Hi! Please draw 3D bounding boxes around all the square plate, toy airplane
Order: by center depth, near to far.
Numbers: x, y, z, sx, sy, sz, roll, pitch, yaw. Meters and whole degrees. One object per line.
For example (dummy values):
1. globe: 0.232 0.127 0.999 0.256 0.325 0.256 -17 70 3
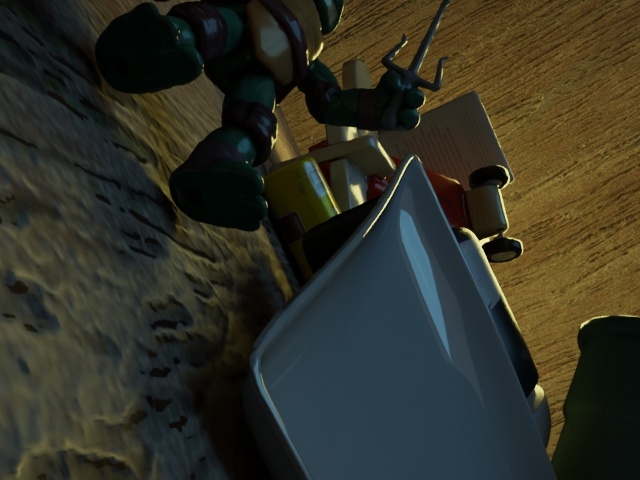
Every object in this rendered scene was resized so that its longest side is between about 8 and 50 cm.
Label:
1. square plate: 0.077 0.147 0.482 0.347 0.049 0.344 65 23 -11
2. toy airplane: 0.071 -0.038 1.169 0.384 0.272 0.386 55 41 -10

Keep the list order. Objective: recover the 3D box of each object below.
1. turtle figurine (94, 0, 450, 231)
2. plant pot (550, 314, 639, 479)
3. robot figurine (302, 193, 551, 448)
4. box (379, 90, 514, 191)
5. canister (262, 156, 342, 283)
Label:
1. turtle figurine: -0.019 -0.117 0.464 0.175 0.118 0.234 49 44 -14
2. plant pot: 0.324 0.293 0.730 0.341 0.334 0.341 29 -13 7
3. robot figurine: 0.086 0.098 0.721 0.173 0.209 0.278 -21 -85 57
4. box: 0.132 -0.109 1.453 0.215 0.345 0.168 -77 143 -85
5. canister: 0.000 0.000 0.891 0.170 0.073 0.126 64 3 -1
